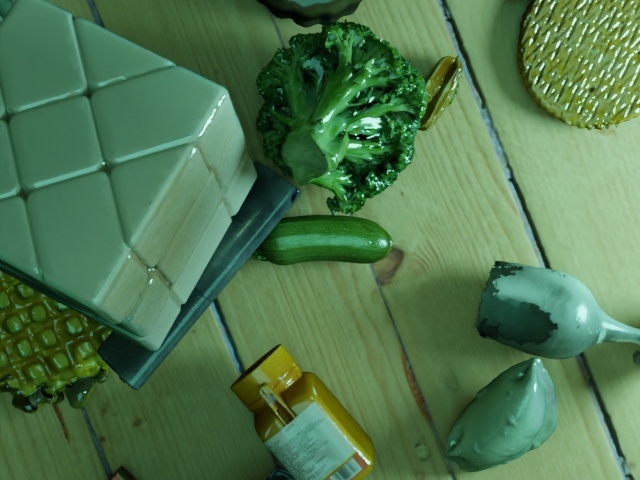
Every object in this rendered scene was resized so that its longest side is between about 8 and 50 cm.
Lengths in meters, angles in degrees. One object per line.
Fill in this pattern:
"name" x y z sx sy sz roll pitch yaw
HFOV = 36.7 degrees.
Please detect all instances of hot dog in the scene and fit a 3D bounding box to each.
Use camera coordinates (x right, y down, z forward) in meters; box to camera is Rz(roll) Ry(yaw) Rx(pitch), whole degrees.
"hot dog" 0.176 -0.224 1.470 0.056 0.041 0.133 32 101 0

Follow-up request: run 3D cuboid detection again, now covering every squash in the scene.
"squash" 0.000 0.000 1.466 0.219 0.068 0.077 -3 108 2

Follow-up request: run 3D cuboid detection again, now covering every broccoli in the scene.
"broccoli" 0.024 -0.177 1.385 0.261 0.241 0.269 51 133 -8

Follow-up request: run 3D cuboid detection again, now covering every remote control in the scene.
"remote control" -0.182 0.049 1.438 0.107 0.044 0.377 34 82 41

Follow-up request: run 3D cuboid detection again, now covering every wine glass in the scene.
"wine glass" 0.397 0.122 1.434 0.321 0.143 0.143 11 93 4

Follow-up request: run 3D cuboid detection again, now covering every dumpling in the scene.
"dumpling" 0.285 0.268 1.464 0.105 0.149 0.217 44 109 28

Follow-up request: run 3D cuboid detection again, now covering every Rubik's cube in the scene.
"Rubik's cube" -0.305 -0.077 1.292 0.321 0.316 0.319 26 76 11

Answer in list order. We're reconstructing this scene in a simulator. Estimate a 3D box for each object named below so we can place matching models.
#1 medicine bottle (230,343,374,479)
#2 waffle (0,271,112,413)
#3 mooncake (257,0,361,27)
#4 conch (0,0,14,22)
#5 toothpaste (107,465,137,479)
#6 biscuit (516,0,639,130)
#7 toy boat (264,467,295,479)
"medicine bottle" -0.026 0.271 1.440 0.112 0.149 0.222 -40 91 3
"waffle" -0.436 0.109 1.482 0.329 0.062 0.329 0 94 -1
"mooncake" -0.015 -0.432 1.421 0.228 0.124 0.228 0 95 -4
"conch" -0.524 -0.361 1.467 0.180 0.088 0.065 38 136 -7
"toothpaste" -0.255 0.432 1.505 0.193 0.044 0.070 44 91 -2
"biscuit" 0.419 -0.294 1.459 0.254 0.035 0.254 0 91 0
"toy boat" -0.027 0.408 1.489 0.140 0.066 0.059 39 89 -2
